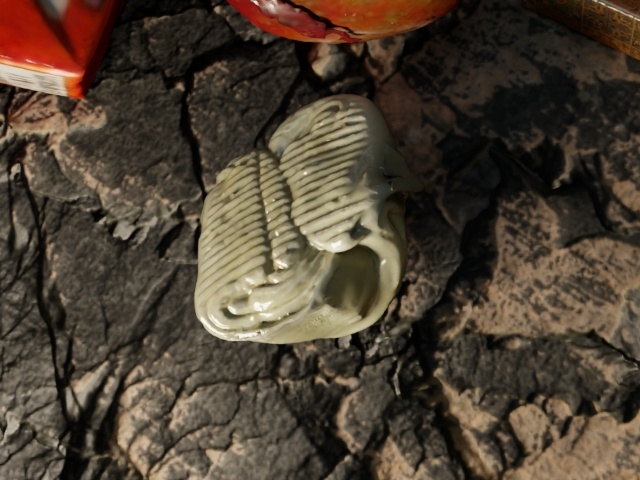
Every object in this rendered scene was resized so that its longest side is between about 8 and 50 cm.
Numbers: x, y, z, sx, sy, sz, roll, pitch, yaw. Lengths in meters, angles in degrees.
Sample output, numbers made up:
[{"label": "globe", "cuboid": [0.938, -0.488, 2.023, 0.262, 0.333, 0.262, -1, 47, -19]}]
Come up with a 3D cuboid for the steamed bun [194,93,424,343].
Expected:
[{"label": "steamed bun", "cuboid": [0.002, -0.001, 0.905, 0.211, 0.144, 0.218, -29, 43, 18]}]

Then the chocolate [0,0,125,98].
[{"label": "chocolate", "cuboid": [-0.233, -0.301, 0.923, 0.161, 0.360, 0.341, 22, 89, -13]}]

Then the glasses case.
[{"label": "glasses case", "cuboid": [0.287, -0.204, 0.922, 0.218, 0.075, 0.049, 31, 81, 20]}]

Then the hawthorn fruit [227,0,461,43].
[{"label": "hawthorn fruit", "cuboid": [0.025, -0.327, 0.914, 0.315, 0.316, 0.316, -4, 74, 13]}]
